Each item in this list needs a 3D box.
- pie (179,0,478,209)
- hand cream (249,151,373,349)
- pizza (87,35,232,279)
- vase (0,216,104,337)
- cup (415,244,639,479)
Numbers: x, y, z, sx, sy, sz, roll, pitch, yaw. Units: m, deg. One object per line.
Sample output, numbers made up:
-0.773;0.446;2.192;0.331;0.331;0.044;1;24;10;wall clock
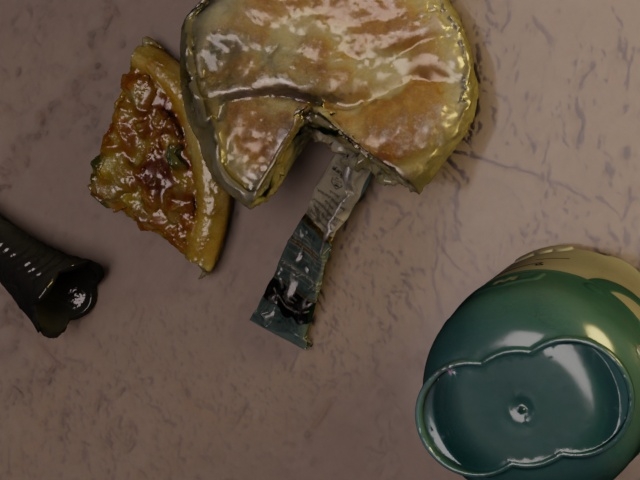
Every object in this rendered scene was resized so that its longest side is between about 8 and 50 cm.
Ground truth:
0.005;-0.186;1.347;0.337;0.075;0.338;-2;79;9;pie
0.001;0.000;1.416;0.075;0.052;0.248;38;114;40;hand cream
-0.200;-0.091;1.482;0.197;0.058;0.292;-13;88;24;pizza
-0.387;0.010;1.548;0.237;0.115;0.115;34;105;23;vase
0.249;0.121;1.203;0.289;0.257;0.219;-15;92;23;cup
